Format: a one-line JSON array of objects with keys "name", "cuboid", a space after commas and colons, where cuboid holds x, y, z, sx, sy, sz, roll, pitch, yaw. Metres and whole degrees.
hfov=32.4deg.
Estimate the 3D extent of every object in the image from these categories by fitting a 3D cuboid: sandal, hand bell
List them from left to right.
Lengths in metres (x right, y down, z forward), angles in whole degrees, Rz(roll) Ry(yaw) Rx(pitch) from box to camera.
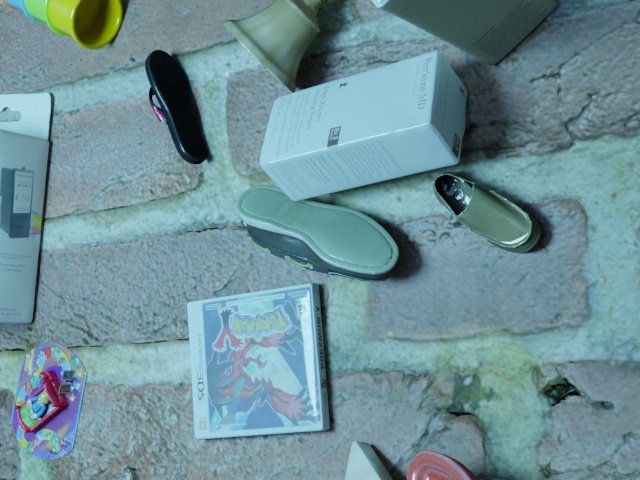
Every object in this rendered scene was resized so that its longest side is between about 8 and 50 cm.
[{"name": "sandal", "cuboid": [-0.206, -0.180, 1.506, 0.040, 0.067, 0.179, -31, 71, 37]}, {"name": "hand bell", "cuboid": [0.006, -0.314, 1.381, 0.242, 0.126, 0.126, -44, 63, 7]}]

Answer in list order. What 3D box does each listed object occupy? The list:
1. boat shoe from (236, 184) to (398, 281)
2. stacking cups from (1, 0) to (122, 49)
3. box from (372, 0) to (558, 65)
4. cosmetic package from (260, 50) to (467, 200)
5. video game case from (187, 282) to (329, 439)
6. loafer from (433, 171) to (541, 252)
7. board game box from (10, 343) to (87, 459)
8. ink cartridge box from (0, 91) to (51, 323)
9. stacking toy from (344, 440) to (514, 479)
[{"name": "boat shoe", "cuboid": [0.000, 0.000, 1.356, 0.227, 0.069, 0.081, 24, 57, 28]}, {"name": "stacking cups", "cuboid": [-0.433, -0.384, 1.653, 0.316, 0.096, 0.096, 30, 100, 31]}, {"name": "box", "cuboid": [0.142, -0.280, 1.175, 0.113, 0.275, 0.094, -43, 64, 21]}, {"name": "cosmetic package", "cuboid": [0.051, -0.133, 1.306, 0.231, 0.085, 0.117, -14, 49, 30]}, {"name": "video game case", "cuboid": [-0.084, 0.158, 1.413, 0.201, 0.023, 0.183, -10, 79, 30]}, {"name": "loafer", "cuboid": [0.183, -0.032, 1.254, 0.148, 0.050, 0.056, 32, 101, 31]}, {"name": "board game box", "cuboid": [-0.408, 0.233, 1.599, 0.133, 0.033, 0.169, 11, 90, 32]}, {"name": "ink cartridge box", "cuboid": [-0.528, -0.058, 1.656, 0.207, 0.119, 0.353, 2, 85, 32]}, {"name": "stacking toy", "cuboid": [0.122, 0.387, 1.241, 0.279, 0.130, 0.309, 18, 91, 58]}]
